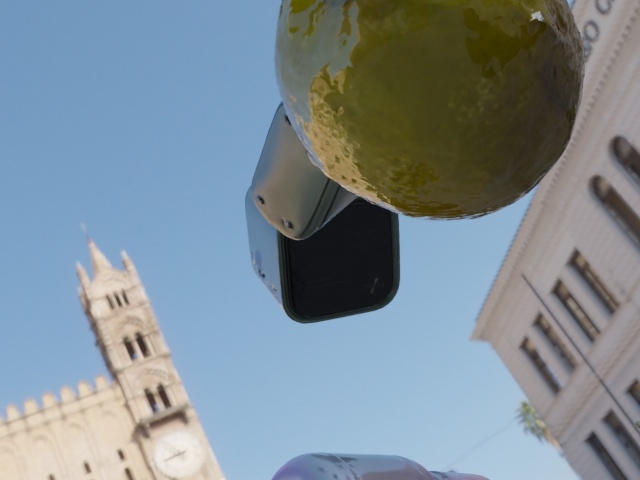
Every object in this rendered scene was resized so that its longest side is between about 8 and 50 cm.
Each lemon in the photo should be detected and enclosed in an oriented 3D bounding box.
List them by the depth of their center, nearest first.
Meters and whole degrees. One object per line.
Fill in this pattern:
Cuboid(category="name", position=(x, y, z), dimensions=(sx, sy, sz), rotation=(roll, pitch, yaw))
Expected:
Cuboid(category="lemon", position=(0.088, -0.131, 0.678), dimensions=(0.233, 0.233, 0.288), rotation=(-42, -38, 19))

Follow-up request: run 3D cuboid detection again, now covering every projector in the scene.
Cuboid(category="projector", position=(0.000, 0.000, 1.769), dimensions=(0.248, 0.249, 0.248), rotation=(-10, -70, -17))

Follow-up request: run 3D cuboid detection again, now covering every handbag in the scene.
Cuboid(category="handbag", position=(0.058, -0.145, 1.075), dimensions=(0.315, 0.109, 0.241), rotation=(-39, -15, -39))

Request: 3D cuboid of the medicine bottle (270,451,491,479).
Cuboid(category="medicine bottle", position=(0.097, 0.432, 1.220), dimensions=(0.325, 0.256, 0.256), rotation=(12, -49, -30))

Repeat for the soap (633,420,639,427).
Cuboid(category="soap", position=(0.568, 0.311, 1.459), dimensions=(0.089, 0.034, 0.012), rotation=(5, -85, -11))
